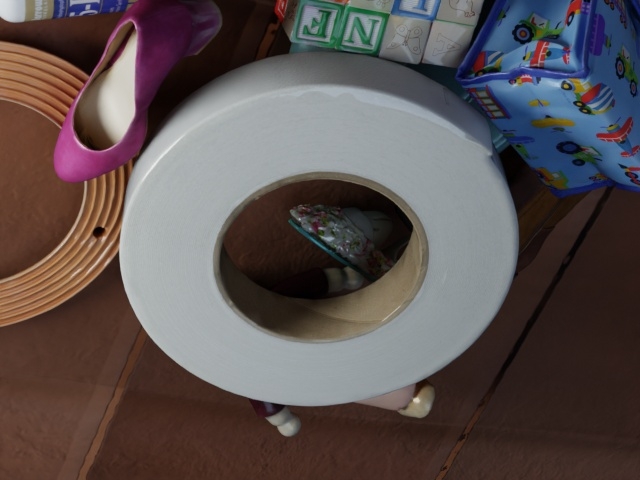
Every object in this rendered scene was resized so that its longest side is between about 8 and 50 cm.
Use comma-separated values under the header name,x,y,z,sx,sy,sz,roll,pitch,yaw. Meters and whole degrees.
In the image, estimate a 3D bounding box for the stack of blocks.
name,x,y,z,sx,sy,sz,roll,pitch,yaw
stack of blocks,0.006,-0.269,1.207,0.297,0.087,0.171,7,117,-18

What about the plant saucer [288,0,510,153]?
name,x,y,z,sx,sy,sz,roll,pitch,yaw
plant saucer,0.120,-0.179,1.389,0.318,0.043,0.317,-11,128,-15

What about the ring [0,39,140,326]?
name,x,y,z,sx,sy,sz,roll,pitch,yaw
ring,-0.340,-0.049,1.296,0.337,0.032,0.336,-12,128,-15

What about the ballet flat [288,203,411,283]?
name,x,y,z,sx,sy,sz,roll,pitch,yaw
ballet flat,0.067,0.014,1.477,0.241,0.091,0.077,38,94,-30

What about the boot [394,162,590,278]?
name,x,y,z,sx,sy,sz,roll,pitch,yaw
boot,0.233,-0.072,1.445,0.280,0.096,0.264,-44,142,8

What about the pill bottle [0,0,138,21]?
name,x,y,z,sx,sy,sz,roll,pitch,yaw
pill bottle,-0.235,-0.245,1.138,0.187,0.112,0.112,-10,128,-16

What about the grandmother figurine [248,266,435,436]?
name,x,y,z,sx,sy,sz,roll,pitch,yaw
grandmother figurine,-0.019,0.121,1.523,0.342,0.104,0.207,20,82,-30

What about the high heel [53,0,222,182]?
name,x,y,z,sx,sy,sz,roll,pitch,yaw
high heel,-0.190,-0.125,1.181,0.244,0.082,0.117,-37,173,32

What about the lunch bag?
name,x,y,z,sx,sy,sz,roll,pitch,yaw
lunch bag,0.276,-0.221,1.314,0.221,0.138,0.293,41,60,-45

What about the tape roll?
name,x,y,z,sx,sy,sz,roll,pitch,yaw
tape roll,0.000,0.000,1.300,0.392,0.072,0.392,-1,127,-2
